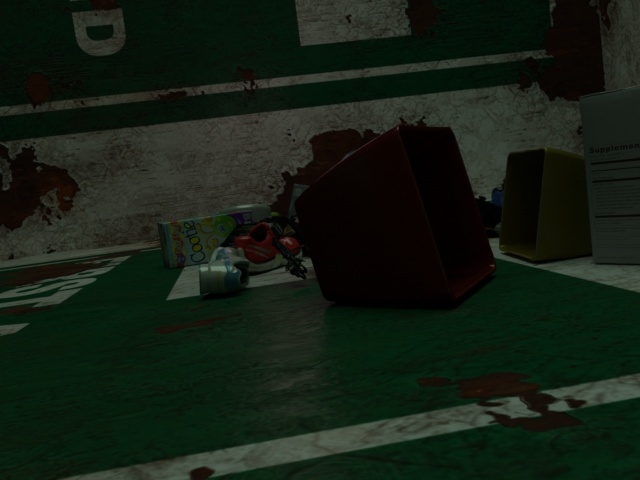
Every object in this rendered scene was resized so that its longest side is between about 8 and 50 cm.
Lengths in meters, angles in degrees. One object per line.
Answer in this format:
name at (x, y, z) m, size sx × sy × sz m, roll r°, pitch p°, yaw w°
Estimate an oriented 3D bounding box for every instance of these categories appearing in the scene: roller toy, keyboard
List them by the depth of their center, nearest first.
keyboard at (-0.006, 0.012, 1.386) m, size 0.201 × 0.033 × 0.317 m, roll -13°, pitch 27°, yaw -18°
roller toy at (-0.264, -0.043, 2.278) m, size 0.209 × 0.146 × 0.191 m, roll -11°, pitch -7°, yaw 36°

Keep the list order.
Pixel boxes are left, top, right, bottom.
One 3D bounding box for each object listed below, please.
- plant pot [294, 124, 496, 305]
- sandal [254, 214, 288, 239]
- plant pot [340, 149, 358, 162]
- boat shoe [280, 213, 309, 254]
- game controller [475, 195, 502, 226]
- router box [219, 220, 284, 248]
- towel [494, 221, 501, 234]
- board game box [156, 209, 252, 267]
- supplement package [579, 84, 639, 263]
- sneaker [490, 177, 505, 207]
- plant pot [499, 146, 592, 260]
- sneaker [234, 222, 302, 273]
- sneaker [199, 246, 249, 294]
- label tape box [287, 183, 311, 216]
plant pot at (0.116, -0.025, 1.083) m, size 0.236 × 0.267 × 0.267 m, roll -19°, pitch -1°, yaw 29°
sandal at (-0.091, -0.023, 2.160) m, size 0.303 × 0.120 × 0.086 m, roll -8°, pitch -23°, yaw -28°
plant pot at (0.216, -0.170, 2.335) m, size 0.235 × 0.293 × 0.293 m, roll 13°, pitch 16°, yaw 33°
boat shoe at (0.010, -0.007, 1.783) m, size 0.324 × 0.123 × 0.116 m, roll -6°, pitch 37°, yaw 49°
game controller at (0.428, -0.077, 1.831) m, size 0.166 × 0.067 × 0.319 m, roll 12°, pitch -2°, yaw -14°
router box at (-0.207, 0.008, 1.849) m, size 0.179 × 0.046 × 0.133 m, roll -3°, pitch 42°, yaw 43°
towel at (0.640, -0.048, 1.566) m, size 0.324 × 0.056 × 0.312 m, roll -8°, pitch 5°, yaw -12°
board game box at (-0.360, -0.007, 2.035) m, size 0.275 × 0.144 × 0.142 m, roll -10°, pitch 6°, yaw -21°
supplement package at (0.576, -0.117, 1.101) m, size 0.177 × 0.293 × 0.175 m, roll -11°, pitch 6°, yaw -39°
sneaker at (0.639, -0.132, 1.982) m, size 0.330 × 0.147 × 0.130 m, roll -11°, pitch 7°, yaw -42°
plant pot at (0.492, -0.069, 1.292) m, size 0.187 × 0.212 × 0.212 m, roll 4°, pitch 5°, yaw -2°
sneaker at (-0.131, 0.010, 1.657) m, size 0.107 × 0.118 × 0.279 m, roll -3°, pitch 7°, yaw 23°
sneaker at (-0.194, 0.068, 1.379) m, size 0.092 × 0.087 × 0.228 m, roll 0°, pitch 13°, yaw 2°
label tape box at (0.105, -0.079, 1.915) m, size 0.334 × 0.106 × 0.240 m, roll 9°, pitch -5°, yaw 37°
